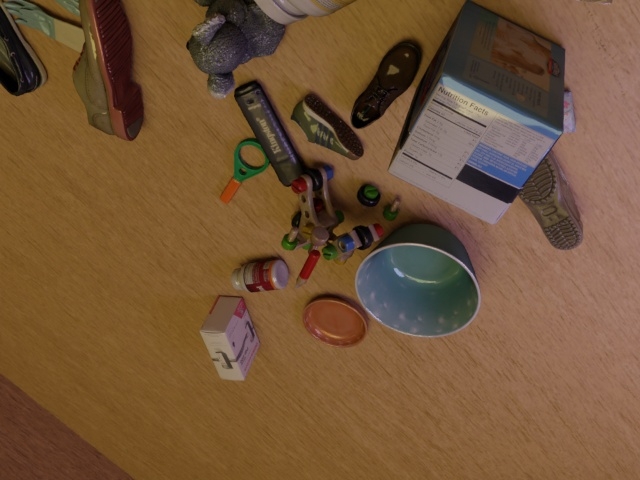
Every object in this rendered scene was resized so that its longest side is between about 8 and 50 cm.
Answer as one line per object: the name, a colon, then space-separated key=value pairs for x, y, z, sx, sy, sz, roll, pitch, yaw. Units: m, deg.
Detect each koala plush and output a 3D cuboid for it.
koala plush: x=-0.195 y=-0.418 z=1.382 sx=0.203 sy=0.221 sz=0.196 roll=8 pitch=130 yaw=14

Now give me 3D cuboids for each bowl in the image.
bowl: x=0.253 y=0.080 z=1.679 sx=0.311 sy=0.163 sz=0.312 roll=10 pitch=131 yaw=12

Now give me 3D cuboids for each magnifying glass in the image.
magnifying glass: x=-0.203 y=-0.176 z=1.727 sx=0.092 sy=0.026 sz=0.231 roll=33 pitch=130 yaw=-9

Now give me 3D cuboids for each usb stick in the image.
usb stick: x=-0.118 y=-0.252 z=1.613 sx=0.077 sy=0.045 sz=0.278 roll=-14 pitch=122 yaw=24

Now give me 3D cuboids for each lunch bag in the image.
lunch bag: x=0.487 y=-0.262 z=1.378 sx=0.071 sy=0.053 sz=0.083 roll=-6 pitch=117 yaw=23

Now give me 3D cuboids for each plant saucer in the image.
plant saucer: x=0.045 y=0.238 z=1.975 sx=0.199 sy=0.037 sz=0.200 roll=10 pitch=132 yaw=11

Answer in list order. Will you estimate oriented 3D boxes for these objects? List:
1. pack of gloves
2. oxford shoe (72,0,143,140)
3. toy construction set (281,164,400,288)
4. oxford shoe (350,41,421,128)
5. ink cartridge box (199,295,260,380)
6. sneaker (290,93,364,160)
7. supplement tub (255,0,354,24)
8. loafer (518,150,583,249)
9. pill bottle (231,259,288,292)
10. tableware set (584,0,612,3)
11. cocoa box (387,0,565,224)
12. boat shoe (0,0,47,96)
pack of gloves: x=-0.636 y=-0.558 z=1.561 sx=0.232 sy=0.046 sz=0.195 roll=25 pitch=147 yaw=-1
oxford shoe: x=-0.526 y=-0.411 z=1.564 sx=0.146 sy=0.140 sz=0.397 roll=12 pitch=131 yaw=10
toy construction set: x=0.000 y=0.000 z=1.630 sx=0.257 sy=0.309 sz=0.237 roll=31 pitch=138 yaw=4
oxford shoe: x=0.138 y=-0.321 z=1.428 sx=0.082 sy=0.096 sz=0.227 roll=32 pitch=131 yaw=-5
ink cartridge box: x=-0.276 y=0.304 z=2.067 sx=0.092 sy=0.159 sz=0.218 roll=1 pitch=129 yaw=18
sneaker: x=0.010 y=-0.251 z=1.561 sx=0.192 sy=0.064 sz=0.086 roll=43 pitch=137 yaw=-17
supplement tub: x=0.034 y=-0.546 z=1.175 sx=0.331 sy=0.241 sz=0.241 roll=-18 pitch=121 yaw=31
loafer: x=0.501 y=-0.107 z=1.482 sx=0.102 sy=0.092 sz=0.269 roll=-20 pitch=103 yaw=31
pill bottle: x=-0.175 y=0.104 z=1.909 sx=0.152 sy=0.086 sz=0.086 roll=-8 pitch=125 yaw=27
tableware set: x=0.445 y=-0.502 z=1.200 sx=0.194 sy=0.039 sz=0.128 roll=10 pitch=120 yaw=5
cocoa box: x=0.301 y=-0.251 z=1.254 sx=0.231 sy=0.347 sz=0.228 roll=26 pitch=132 yaw=-1
boat shoe: x=-0.816 y=-0.499 z=1.616 sx=0.127 sy=0.113 sz=0.340 roll=-10 pitch=125 yaw=27
